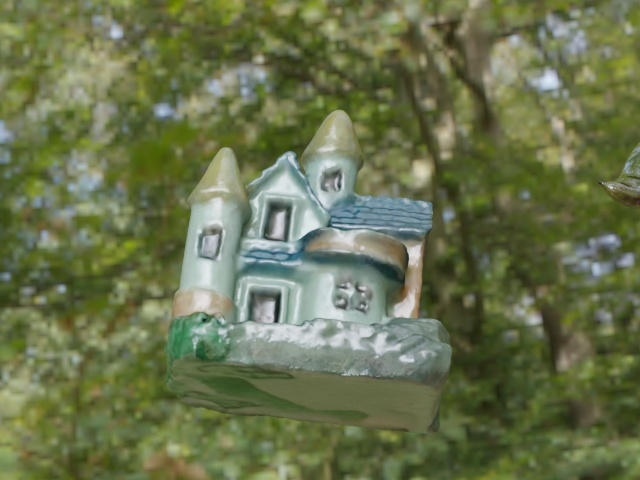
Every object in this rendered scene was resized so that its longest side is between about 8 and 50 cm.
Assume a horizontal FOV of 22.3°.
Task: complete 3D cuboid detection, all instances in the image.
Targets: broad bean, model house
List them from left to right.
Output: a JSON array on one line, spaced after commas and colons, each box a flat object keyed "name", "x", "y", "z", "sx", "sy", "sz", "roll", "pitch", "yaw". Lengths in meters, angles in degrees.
[{"name": "model house", "x": 0.000, "y": 0.000, "z": 1.572, "sx": 0.267, "sy": 0.325, "sz": 0.194, "roll": 6, "pitch": -23, "yaw": 3}, {"name": "broad bean", "x": 0.364, "y": -0.084, "z": 1.608, "sx": 0.339, "sy": 0.077, "sz": 0.061, "roll": -24, "pitch": -43, "yaw": -45}]
